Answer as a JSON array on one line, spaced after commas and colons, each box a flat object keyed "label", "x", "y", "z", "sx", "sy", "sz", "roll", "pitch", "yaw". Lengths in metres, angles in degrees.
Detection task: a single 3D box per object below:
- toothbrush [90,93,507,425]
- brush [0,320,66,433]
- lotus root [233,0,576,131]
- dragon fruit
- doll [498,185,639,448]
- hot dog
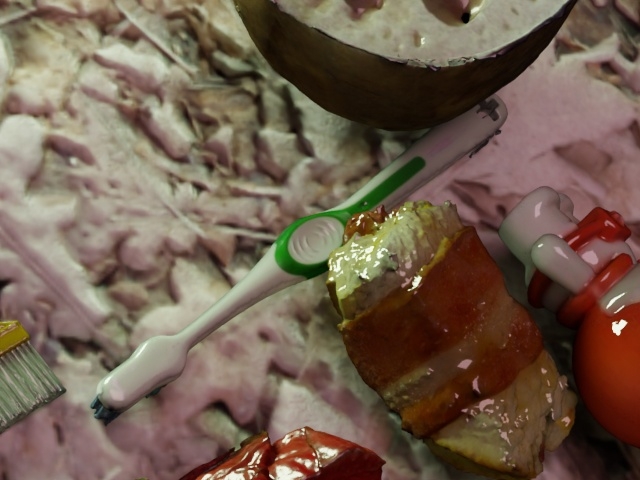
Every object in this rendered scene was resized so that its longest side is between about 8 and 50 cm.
[{"label": "toothbrush", "x": 0.002, "y": -0.002, "z": 1.106, "sx": 0.042, "sy": 0.040, "sz": 0.418, "roll": 47, "pitch": 57, "yaw": 7}, {"label": "brush", "x": -0.250, "y": 0.034, "z": 1.001, "sx": 0.083, "sy": 0.011, "sz": 0.205, "roll": -33, "pitch": 80, "yaw": -31}, {"label": "lotus root", "x": 0.053, "y": -0.186, "z": 1.137, "sx": 0.272, "sy": 0.192, "sz": 0.272, "roll": 4, "pitch": 65, "yaw": -9}, {"label": "dragon fruit", "x": -0.063, "y": 0.178, "z": 0.988, "sx": 0.192, "sy": 0.122, "sz": 0.092, "roll": -17, "pitch": 34, "yaw": -25}, {"label": "doll", "x": 0.240, "y": 0.082, "z": 1.103, "sx": 0.130, "sy": 0.161, "sz": 0.290, "roll": -46, "pitch": 69, "yaw": 10}, {"label": "hot dog", "x": 0.083, "y": 0.071, "z": 1.074, "sx": 0.146, "sy": 0.103, "sz": 0.213, "roll": -24, "pitch": 85, "yaw": -52}]
